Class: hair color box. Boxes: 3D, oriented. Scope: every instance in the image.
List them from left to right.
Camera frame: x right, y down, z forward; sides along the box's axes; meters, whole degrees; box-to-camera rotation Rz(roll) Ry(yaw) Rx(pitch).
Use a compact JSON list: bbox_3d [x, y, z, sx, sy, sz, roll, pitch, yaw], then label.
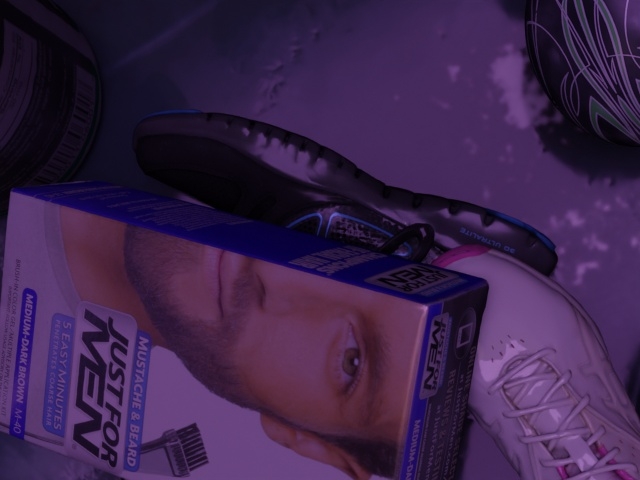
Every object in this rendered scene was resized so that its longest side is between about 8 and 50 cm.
[{"bbox_3d":[-0.068,0.082,0.937,0.339,0.110,0.185,14,103,26],"label":"hair color box"}]

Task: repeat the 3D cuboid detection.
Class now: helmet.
[{"bbox_3d":[0.226,-0.151,0.965,0.169,0.161,0.169,7,103,34],"label":"helmet"}]

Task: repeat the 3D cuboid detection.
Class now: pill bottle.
[{"bbox_3d":[-0.302,-0.130,0.954,0.204,0.361,0.204,-1,84,8],"label":"pill bottle"}]

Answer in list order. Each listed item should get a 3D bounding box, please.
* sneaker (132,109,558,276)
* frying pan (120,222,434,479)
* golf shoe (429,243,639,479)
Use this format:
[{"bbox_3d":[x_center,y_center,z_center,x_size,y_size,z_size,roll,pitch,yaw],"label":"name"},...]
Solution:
[{"bbox_3d":[0.000,0.000,1.022,0.341,0.125,0.139,22,93,11],"label":"sneaker"},{"bbox_3d":[-0.052,0.089,1.013,0.197,0.053,0.326,29,108,20],"label":"frying pan"},{"bbox_3d":[0.178,0.134,0.932,0.115,0.140,0.306,-37,104,5],"label":"golf shoe"}]
